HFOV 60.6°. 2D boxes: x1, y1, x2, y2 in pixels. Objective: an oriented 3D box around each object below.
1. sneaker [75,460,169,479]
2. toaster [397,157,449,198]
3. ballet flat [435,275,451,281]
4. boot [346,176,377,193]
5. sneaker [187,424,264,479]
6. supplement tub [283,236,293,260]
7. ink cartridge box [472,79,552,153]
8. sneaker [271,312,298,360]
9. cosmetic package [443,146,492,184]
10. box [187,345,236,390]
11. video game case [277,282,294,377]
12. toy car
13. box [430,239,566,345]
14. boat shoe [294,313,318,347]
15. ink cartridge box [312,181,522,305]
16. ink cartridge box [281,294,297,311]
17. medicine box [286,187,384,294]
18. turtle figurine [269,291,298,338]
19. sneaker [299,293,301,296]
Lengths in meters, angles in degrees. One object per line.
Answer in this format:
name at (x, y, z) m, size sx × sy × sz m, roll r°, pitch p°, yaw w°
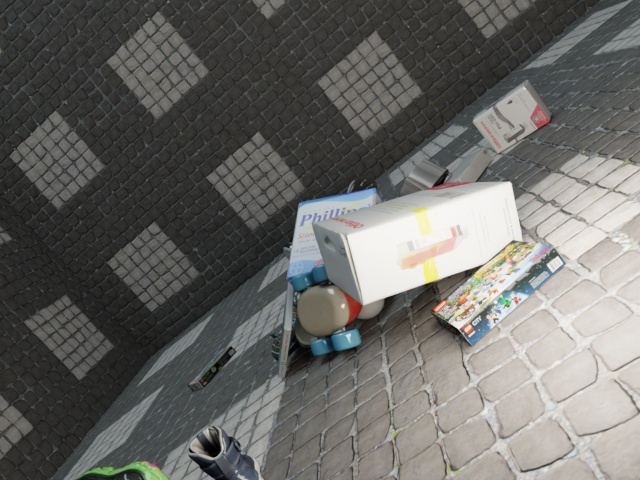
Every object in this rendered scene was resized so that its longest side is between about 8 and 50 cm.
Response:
sneaker at (-0.555, 0.690, 1.366) m, size 0.483 × 0.185 × 0.202 m, roll -35°, pitch 6°, yaw 35°
toaster at (0.368, -0.187, 1.964) m, size 0.168 × 0.110 × 0.185 m, roll -47°, pitch -18°, yaw -36°
ballet flat at (0.274, 0.077, 1.383) m, size 0.070 × 0.070 × 0.188 m, roll -43°, pitch 6°, yaw -21°
boot at (0.142, 0.002, 1.899) m, size 0.284 × 0.138 × 0.377 m, roll 57°, pitch -141°, yaw -65°
sneaker at (-0.204, 0.453, 1.146) m, size 0.086 × 0.163 × 0.226 m, roll -45°, pitch 8°, yaw -20°
supplement tub at (0.000, 0.000, 2.520) m, size 0.316 × 0.193 × 0.193 m, roll -42°, pitch 9°, yaw -17°
ink cartridge box at (0.682, -0.438, 1.954) m, size 0.218 × 0.158 × 0.092 m, roll -33°, pitch 11°, yaw 40°
sneaker at (-0.094, 0.318, 1.759) m, size 0.063 × 0.073 × 0.162 m, roll 17°, pitch 68°, yaw 42°
cosmetic package at (0.518, -0.235, 1.942) m, size 0.099 × 0.060 × 0.239 m, roll -27°, pitch 15°, yaw 51°
box at (-0.444, 0.524, 2.244) m, size 0.114 × 0.036 × 0.207 m, roll -31°, pitch 12°, yaw 48°
video game case at (-0.101, 0.257, 1.603) m, size 0.212 × 0.023 × 0.193 m, roll -90°, pitch 8°, yaw -56°
toy car at (0.079, 0.168, 1.470) m, size 0.238 × 0.219 × 0.210 m, roll -10°, pitch -11°, yaw -35°
box at (0.337, 0.094, 1.064) m, size 0.233 × 0.044 × 0.159 m, roll -40°, pitch 9°, yaw -3°
boat shoe at (-0.011, 0.249, 1.713) m, size 0.319 × 0.116 × 0.099 m, roll -71°, pitch -11°, yaw -62°
ink cartridge box at (0.207, -0.009, 1.243) m, size 0.385 × 0.160 × 0.279 m, roll -17°, pitch 11°, yaw -12°
ink cartridge box at (-0.135, 0.260, 2.308) m, size 0.048 × 0.028 × 0.083 m, roll -36°, pitch 10°, yaw 26°
medicine box at (0.061, 0.015, 1.641) m, size 0.264 × 0.149 × 0.289 m, roll -9°, pitch 54°, yaw 24°
turtle figurine at (-0.082, 0.241, 1.883) m, size 0.234 × 0.118 × 0.175 m, roll -59°, pitch -1°, yaw -17°
sneaker at (0.008, 0.147, 1.976) m, size 0.281 × 0.115 × 0.105 m, roll -31°, pitch 12°, yaw 46°
